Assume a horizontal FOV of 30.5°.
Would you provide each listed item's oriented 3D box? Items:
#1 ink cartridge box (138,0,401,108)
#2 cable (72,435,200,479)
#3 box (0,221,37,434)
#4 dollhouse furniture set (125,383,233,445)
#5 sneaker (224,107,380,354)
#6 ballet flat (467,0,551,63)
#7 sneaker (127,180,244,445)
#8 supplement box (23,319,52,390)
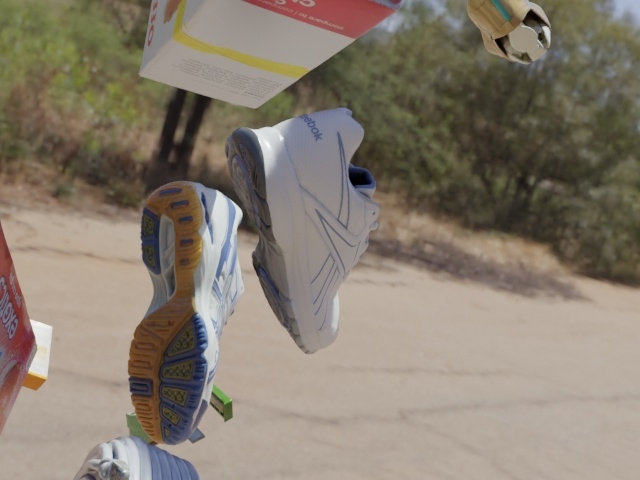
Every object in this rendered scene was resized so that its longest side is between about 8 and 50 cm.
[{"bbox_3d":[-0.050,-0.329,1.247,0.160,0.279,0.385,14,-14,-21],"label":"ink cartridge box"},{"bbox_3d":[-0.170,0.283,0.931,0.089,0.257,0.257,16,0,-16],"label":"cable"},{"bbox_3d":[-0.335,0.069,0.926,0.154,0.142,0.300,17,-28,2],"label":"box"},{"bbox_3d":[-0.207,0.267,1.727,0.152,0.076,0.058,-24,43,-30],"label":"dollhouse furniture set"},{"bbox_3d":[0.000,0.000,1.115,0.129,0.297,0.111,-23,52,-13],"label":"sneaker"},{"bbox_3d":[0.225,-0.237,1.350,0.073,0.080,0.232,54,18,17],"label":"ballet flat"},{"bbox_3d":[-0.135,0.084,1.341,0.112,0.296,0.131,6,-1,32],"label":"sneaker"},{"bbox_3d":[-0.433,0.164,1.725,0.062,0.036,0.098,24,42,-28],"label":"supplement box"}]
